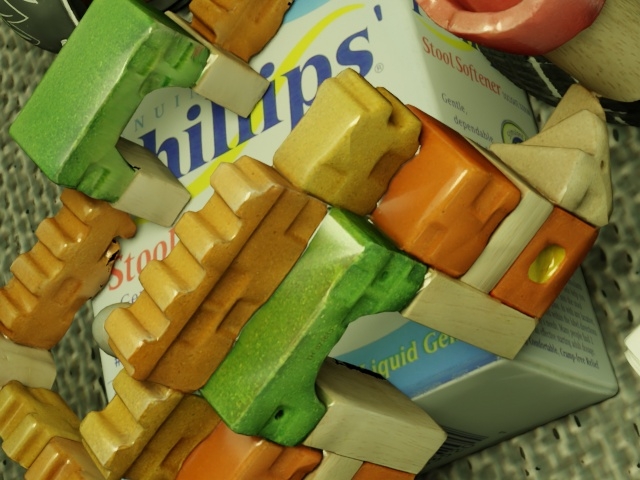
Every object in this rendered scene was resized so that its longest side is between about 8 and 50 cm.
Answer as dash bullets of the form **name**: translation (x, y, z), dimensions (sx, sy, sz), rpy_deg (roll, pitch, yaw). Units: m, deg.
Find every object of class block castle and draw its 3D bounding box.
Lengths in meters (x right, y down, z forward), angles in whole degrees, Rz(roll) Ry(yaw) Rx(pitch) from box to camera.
- **block castle**: translation (-0.067, -0.026, 0.846), dimensions (0.303, 0.213, 0.453), rpy_deg (43, 102, 35)

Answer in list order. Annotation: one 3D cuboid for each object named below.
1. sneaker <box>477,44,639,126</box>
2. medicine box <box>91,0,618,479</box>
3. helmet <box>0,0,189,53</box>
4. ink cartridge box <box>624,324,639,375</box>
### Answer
- **sneaker**: translation (0.230, -0.145, 0.934), dimensions (0.300, 0.111, 0.121), rpy_deg (-7, 65, 25)
- **medicine box**: translation (0.000, 0.000, 1.018), dimensions (0.263, 0.149, 0.289), rpy_deg (-27, 63, 27)
- **helmet**: translation (-0.171, -0.217, 1.198), dimensions (0.161, 0.169, 0.169), rpy_deg (-37, 57, 3)
- **ink cartridge box**: translation (0.308, 0.013, 0.755), dimensions (0.283, 0.207, 0.117), rpy_deg (-47, 51, 16)
